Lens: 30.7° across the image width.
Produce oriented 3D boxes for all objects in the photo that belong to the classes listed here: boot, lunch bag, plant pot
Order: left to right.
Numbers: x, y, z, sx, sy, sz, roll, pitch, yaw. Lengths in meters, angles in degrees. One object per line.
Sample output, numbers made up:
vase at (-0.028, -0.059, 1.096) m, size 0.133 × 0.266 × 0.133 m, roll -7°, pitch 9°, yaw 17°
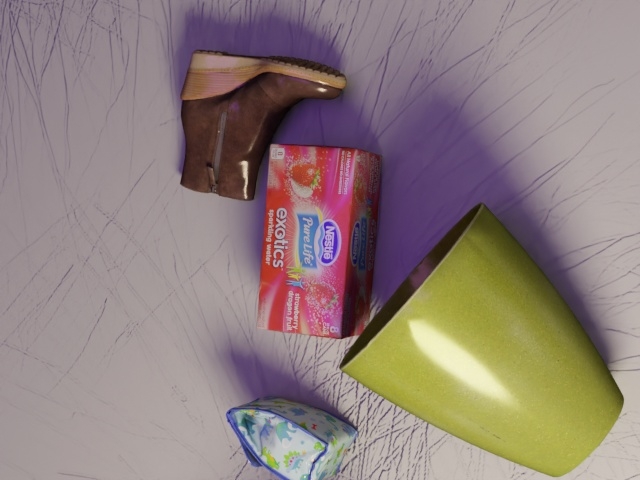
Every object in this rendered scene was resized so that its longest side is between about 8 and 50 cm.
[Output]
boot at (-0.086, -0.159, 1.666) m, size 0.248 × 0.090 × 0.207 m, roll 9°, pitch 104°, yaw 19°
lunch bag at (-0.045, 0.268, 1.604) m, size 0.151 × 0.129 × 0.096 m, roll 31°, pitch 99°, yaw 17°
plant pot at (0.221, 0.151, 1.457) m, size 0.293 × 0.275 × 0.275 m, roll 41°, pitch 103°, yaw 1°

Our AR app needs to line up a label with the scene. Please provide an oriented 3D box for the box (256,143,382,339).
box at (0.000, 0.000, 1.594) m, size 0.128 × 0.122 × 0.257 m, roll 5°, pitch 91°, yaw 20°
